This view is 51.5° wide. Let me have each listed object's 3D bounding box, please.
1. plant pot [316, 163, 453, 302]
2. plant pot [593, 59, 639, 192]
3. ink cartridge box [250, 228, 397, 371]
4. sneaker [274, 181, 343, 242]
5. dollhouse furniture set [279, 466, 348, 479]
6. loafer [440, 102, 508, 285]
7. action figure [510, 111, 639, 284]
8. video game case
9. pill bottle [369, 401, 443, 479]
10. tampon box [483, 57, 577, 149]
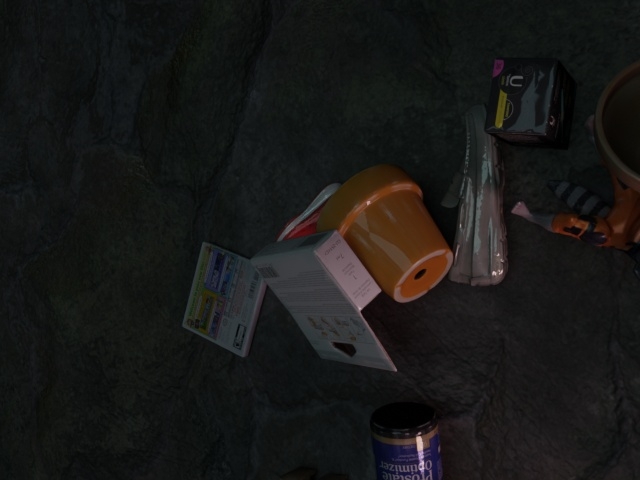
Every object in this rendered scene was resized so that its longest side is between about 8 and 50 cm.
[{"bbox_3d":[0.127,0.000,1.177,0.205,0.205,0.188,-52,56,19],"label":"plant pot"},{"bbox_3d":[0.498,-0.137,0.911,0.238,0.109,0.237,-7,62,12],"label":"plant pot"},{"bbox_3d":[0.014,0.112,1.237,0.261,0.066,0.296,55,156,-12],"label":"ink cartridge box"},{"bbox_3d":[0.000,0.000,1.340,0.128,0.087,0.221,49,113,24],"label":"sneaker"},{"bbox_3d":[0.012,0.576,1.270,0.242,0.161,0.212,-2,87,31],"label":"dollhouse furniture set"},{"bbox_3d":[0.265,-0.079,1.166,0.112,0.112,0.319,-2,88,23],"label":"loafer"},{"bbox_3d":[0.521,-0.053,1.020,0.330,0.178,0.341,41,79,20],"label":"action figure"},{"bbox_3d":[-0.216,0.130,1.503,0.194,0.023,0.212,20,100,30],"label":"video game case"},{"bbox_3d":[0.159,0.415,1.198,0.123,0.123,0.219,-1,101,31],"label":"pill bottle"},{"bbox_3d":[0.348,-0.221,1.091,0.102,0.161,0.120,9,93,31],"label":"tampon box"}]
